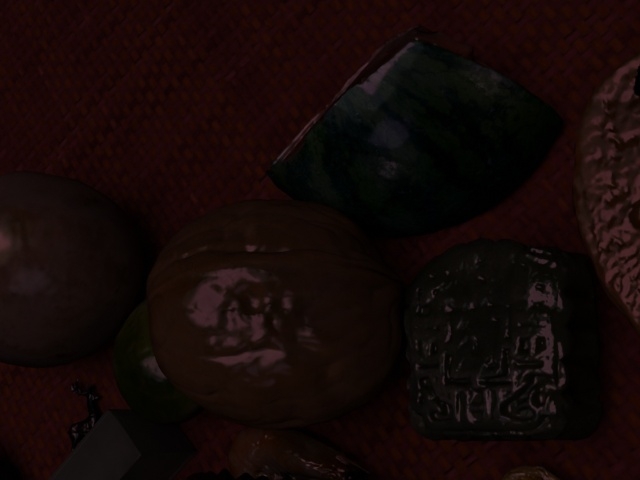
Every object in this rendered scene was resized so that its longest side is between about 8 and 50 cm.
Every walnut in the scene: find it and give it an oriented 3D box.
[{"bbox_3d":[-0.052,0.086,1.230,0.313,0.252,0.277,-8,35,2],"label":"walnut"}]

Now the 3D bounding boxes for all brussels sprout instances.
[{"bbox_3d":[-0.209,0.159,1.390,0.161,0.143,0.181,-54,36,33],"label":"brussels sprout"}]

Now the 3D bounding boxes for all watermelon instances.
[{"bbox_3d":[0.072,-0.136,1.244,0.319,0.222,0.292,41,97,28],"label":"watermelon"}]

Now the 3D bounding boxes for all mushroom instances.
[{"bbox_3d":[-0.410,0.030,1.486,0.297,0.297,0.290,-53,26,11],"label":"mushroom"}]

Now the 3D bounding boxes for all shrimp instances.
[{"bbox_3d":[-0.029,0.315,1.313,0.236,0.053,0.133,9,84,33],"label":"shrimp"}]

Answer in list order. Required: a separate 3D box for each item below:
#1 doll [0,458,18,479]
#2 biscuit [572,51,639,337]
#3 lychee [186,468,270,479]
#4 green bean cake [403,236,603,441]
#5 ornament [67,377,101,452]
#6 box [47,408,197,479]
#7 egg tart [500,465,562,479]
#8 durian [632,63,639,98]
[{"bbox_3d":[-0.642,0.389,1.544,0.349,0.247,0.247,6,84,16],"label":"doll"},{"bbox_3d":[0.458,-0.052,1.100,0.365,0.062,0.385,-18,72,27],"label":"biscuit"},{"bbox_3d":[-0.058,0.464,1.086,0.425,0.424,0.500,-63,30,5],"label":"lychee"},{"bbox_3d":[0.203,0.116,1.161,0.222,0.125,0.227,-10,74,40],"label":"green bean cake"},{"bbox_3d":[-0.355,0.269,1.516,0.073,0.028,0.125,-29,71,21],"label":"ornament"},{"bbox_3d":[-0.299,0.342,1.414,0.225,0.129,0.086,-49,63,13],"label":"box"},{"bbox_3d":[0.250,0.309,1.166,0.105,0.039,0.105,-5,79,28],"label":"egg tart"},{"bbox_3d":[0.409,-0.168,1.042,0.168,0.137,0.158,-6,56,21],"label":"durian"}]
